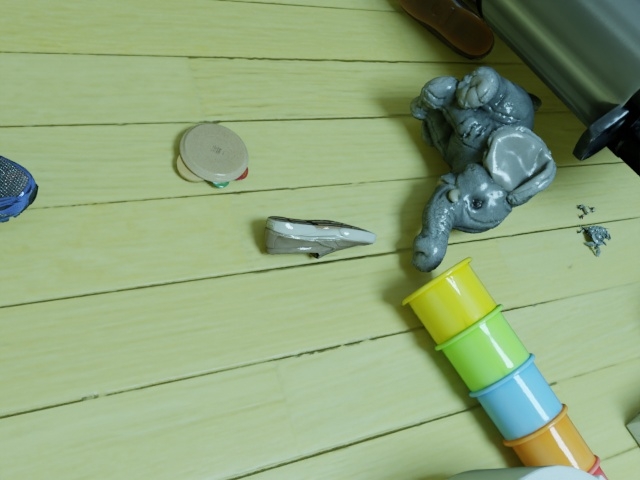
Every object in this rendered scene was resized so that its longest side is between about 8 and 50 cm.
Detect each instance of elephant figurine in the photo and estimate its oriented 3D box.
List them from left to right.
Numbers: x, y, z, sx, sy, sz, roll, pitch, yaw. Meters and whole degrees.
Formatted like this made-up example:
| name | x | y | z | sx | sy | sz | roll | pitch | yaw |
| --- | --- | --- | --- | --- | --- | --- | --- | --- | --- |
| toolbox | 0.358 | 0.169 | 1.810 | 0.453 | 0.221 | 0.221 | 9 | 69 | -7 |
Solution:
| name | x | y | z | sx | sy | sz | roll | pitch | yaw |
| --- | --- | --- | --- | --- | --- | --- | --- | --- | --- |
| elephant figurine | 0.204 | -0.081 | 0.812 | 0.169 | 0.186 | 0.239 | 25 | 54 | -65 |

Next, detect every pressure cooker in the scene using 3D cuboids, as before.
| name | x | y | z | sx | sy | sz | roll | pitch | yaw |
| --- | --- | --- | --- | --- | --- | --- | --- | --- | --- |
| pressure cooker | 0.447 | -0.292 | 0.772 | 0.376 | 0.370 | 0.420 | -18 | 66 | -44 |

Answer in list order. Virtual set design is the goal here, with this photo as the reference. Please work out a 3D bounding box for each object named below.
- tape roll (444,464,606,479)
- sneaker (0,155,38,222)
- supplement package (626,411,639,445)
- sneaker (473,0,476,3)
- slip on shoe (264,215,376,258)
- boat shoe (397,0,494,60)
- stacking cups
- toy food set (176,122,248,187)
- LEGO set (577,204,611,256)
| name | x | y | z | sx | sy | sz | roll | pitch | yaw |
| --- | --- | --- | --- | --- | --- | --- | --- | --- | --- |
| tape roll | 0.185 | 0.339 | 0.542 | 0.286 | 0.100 | 0.286 | 15 | 63 | -31 |
| sneaker | -0.367 | -0.077 | 0.570 | 0.221 | 0.087 | 0.083 | 19 | 58 | -14 |
| supplement package | 0.478 | 0.263 | 0.754 | 0.105 | 0.105 | 0.179 | -22 | 74 | -32 |
| sneaker | 0.276 | -0.423 | 1.054 | 0.111 | 0.103 | 0.252 | -9 | 61 | -23 |
| slip on shoe | 0.000 | 0.000 | 0.724 | 0.135 | 0.051 | 0.041 | 4 | 101 | -31 |
| boat shoe | 0.183 | -0.357 | 0.992 | 0.207 | 0.073 | 0.073 | 47 | 17 | 2 |
| stacking cups | 0.213 | 0.172 | 0.690 | 0.096 | 0.096 | 0.316 | -25 | 75 | -33 |
| toy food set | -0.121 | -0.098 | 0.734 | 0.083 | 0.020 | 0.083 | 12 | 59 | -19 |
| LEGO set | 0.396 | -0.019 | 0.922 | 0.054 | 0.023 | 0.083 | -7 | 66 | -27 |
